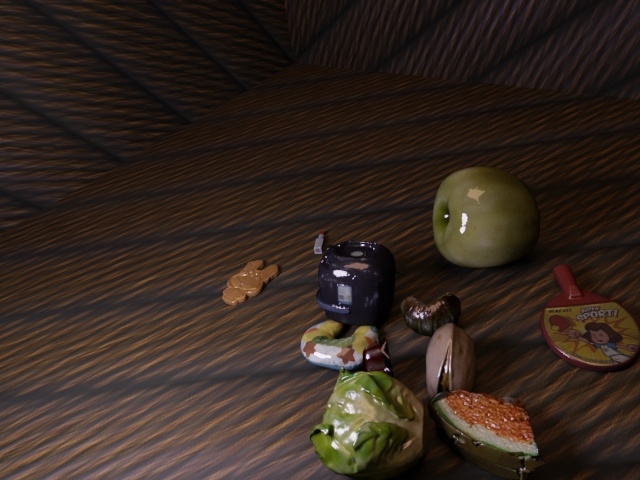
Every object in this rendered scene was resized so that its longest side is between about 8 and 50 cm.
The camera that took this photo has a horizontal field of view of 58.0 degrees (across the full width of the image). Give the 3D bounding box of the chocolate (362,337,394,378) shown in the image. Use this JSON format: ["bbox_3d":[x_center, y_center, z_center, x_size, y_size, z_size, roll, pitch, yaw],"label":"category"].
[{"bbox_3d":[0.157,0.353,1.639,0.080,0.148,0.125,-12,-2,-1],"label":"chocolate"}]

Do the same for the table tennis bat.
[{"bbox_3d":[0.786,0.224,1.726,0.268,0.051,0.414,-6,38,6],"label":"table tennis bat"}]

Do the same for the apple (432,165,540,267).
[{"bbox_3d":[0.551,-0.076,1.950,0.357,0.357,0.357,-7,36,5],"label":"apple"}]

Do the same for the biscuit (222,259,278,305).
[{"bbox_3d":[-0.262,0.150,2.101,0.144,0.040,0.236,11,38,35],"label":"biscuit"}]

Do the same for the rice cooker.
[{"bbox_3d":[0.113,0.127,1.845,0.267,0.224,0.267,-4,23,2],"label":"rice cooker"}]

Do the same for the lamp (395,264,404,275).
[{"bbox_3d":[0.232,0.129,2.006,0.054,0.041,0.121,31,55,33],"label":"lamp"}]

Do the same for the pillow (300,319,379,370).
[{"bbox_3d":[0.055,0.314,1.762,0.233,0.086,0.214,5,28,24],"label":"pillow"}]

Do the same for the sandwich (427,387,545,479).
[{"bbox_3d":[0.410,0.466,1.438,0.292,0.109,0.212,10,34,22],"label":"sandwich"}]

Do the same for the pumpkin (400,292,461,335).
[{"bbox_3d":[0.340,0.233,1.761,0.183,0.119,0.107,-10,33,10],"label":"pumpkin"}]

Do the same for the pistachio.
[{"bbox_3d":[0.358,0.341,1.594,0.138,0.153,0.238,-4,61,26],"label":"pistachio"}]

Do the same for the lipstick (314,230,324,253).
[{"bbox_3d":[0.000,0.001,2.240,0.030,0.030,0.129,-2,36,12],"label":"lipstick"}]

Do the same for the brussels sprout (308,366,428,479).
[{"bbox_3d":[0.122,0.455,1.425,0.294,0.227,0.259,4,52,6],"label":"brussels sprout"}]
